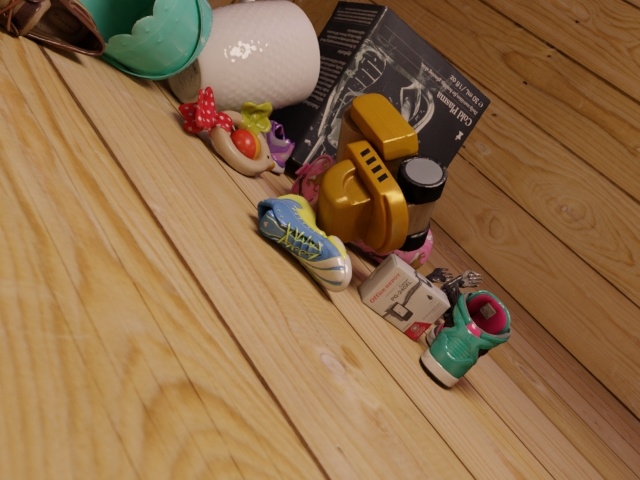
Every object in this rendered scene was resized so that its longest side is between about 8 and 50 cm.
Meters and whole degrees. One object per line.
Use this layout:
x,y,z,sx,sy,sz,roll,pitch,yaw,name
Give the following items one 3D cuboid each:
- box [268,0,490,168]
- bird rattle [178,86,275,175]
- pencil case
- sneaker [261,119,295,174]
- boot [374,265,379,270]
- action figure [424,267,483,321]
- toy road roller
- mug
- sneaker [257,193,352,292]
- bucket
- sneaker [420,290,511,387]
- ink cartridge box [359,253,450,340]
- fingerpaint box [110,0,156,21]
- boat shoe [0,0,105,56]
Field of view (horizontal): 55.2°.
0.158,-0.365,1.826,0.480,0.471,0.297,28,8,-33,box
-0.188,-0.244,1.385,0.207,0.143,0.253,61,21,10,bird rattle
0.106,-0.059,1.524,0.386,0.160,0.167,32,-20,-30,pencil case
-0.152,-0.282,1.626,0.236,0.104,0.095,46,16,24,sneaker
0.189,0.107,1.477,0.121,0.045,0.099,17,33,-55,boot
0.352,0.153,1.531,0.275,0.141,0.164,-112,-168,-73,action figure
0.082,-0.121,1.244,0.241,0.202,0.329,-16,54,-19,toy road roller
-0.224,-0.498,1.540,0.328,0.276,0.374,-24,101,-39,mug
-0.045,0.005,1.117,0.126,0.091,0.240,3,37,-40,sneaker
-0.384,-0.499,1.336,0.281,0.281,0.183,49,7,29,bucket
0.302,0.181,1.257,0.124,0.178,0.295,44,13,7,sneaker
0.169,0.116,1.249,0.150,0.109,0.063,37,18,-16,ink cartridge box
-0.632,-0.683,1.442,0.445,0.163,0.371,22,23,-53,fingerpaint box
-0.510,-0.412,1.044,0.123,0.123,0.342,46,8,26,boat shoe
